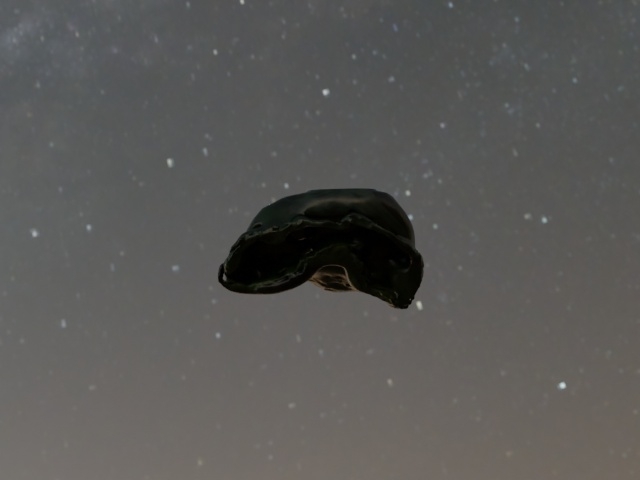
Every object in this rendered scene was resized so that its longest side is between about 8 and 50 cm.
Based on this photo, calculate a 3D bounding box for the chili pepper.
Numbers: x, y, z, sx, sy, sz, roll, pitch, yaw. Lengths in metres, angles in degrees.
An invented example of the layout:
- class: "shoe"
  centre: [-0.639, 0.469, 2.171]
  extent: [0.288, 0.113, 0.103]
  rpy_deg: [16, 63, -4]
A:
- class: "chili pepper"
  centre: [0.000, 0.003, 0.652]
  extent: [0.108, 0.062, 0.216]
  rpy_deg: [6, -1, -2]
